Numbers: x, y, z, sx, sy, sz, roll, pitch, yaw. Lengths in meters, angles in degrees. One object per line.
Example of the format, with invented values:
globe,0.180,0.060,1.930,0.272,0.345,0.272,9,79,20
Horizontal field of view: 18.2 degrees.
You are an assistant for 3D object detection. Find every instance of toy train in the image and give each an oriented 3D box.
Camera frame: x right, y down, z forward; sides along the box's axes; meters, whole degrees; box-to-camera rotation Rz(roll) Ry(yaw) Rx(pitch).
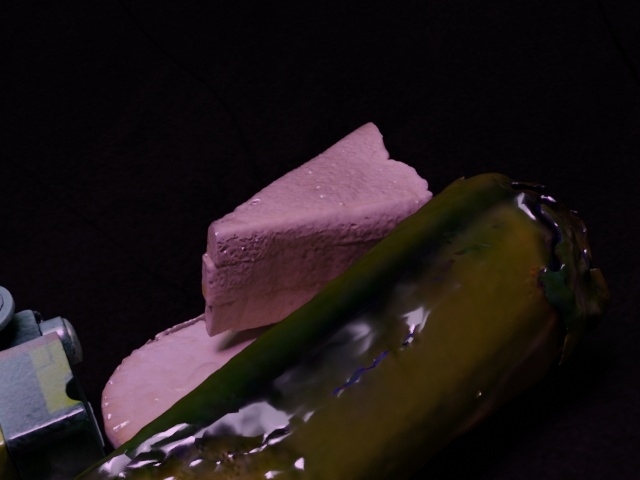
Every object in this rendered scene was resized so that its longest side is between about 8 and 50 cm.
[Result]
toy train,-0.222,0.106,1.101,0.200,0.083,0.132,-23,42,-5

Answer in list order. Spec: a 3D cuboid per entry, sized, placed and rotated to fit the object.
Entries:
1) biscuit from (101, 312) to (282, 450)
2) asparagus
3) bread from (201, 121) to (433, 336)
biscuit,-0.055,0.083,1.134,0.152,0.020,0.152,-10,31,6
asparagus,-0.010,0.100,1.011,0.128,0.108,0.382,22,47,41
bread,-0.015,-0.008,1.186,0.152,0.077,0.105,-8,31,-24
